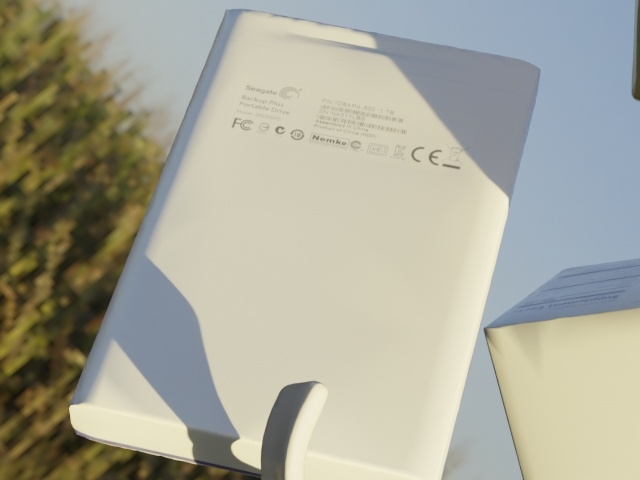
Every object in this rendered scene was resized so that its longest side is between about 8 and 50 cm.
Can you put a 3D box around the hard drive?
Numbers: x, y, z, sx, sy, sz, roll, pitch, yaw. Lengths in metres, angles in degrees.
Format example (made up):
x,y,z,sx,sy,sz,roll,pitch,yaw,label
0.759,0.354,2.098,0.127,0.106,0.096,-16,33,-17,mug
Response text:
x,y,z,sx,sy,sz,roll,pitch,yaw,label
0.000,0.000,1.188,0.210,0.318,0.040,11,-37,9,hard drive

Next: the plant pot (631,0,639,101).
x,y,z,sx,sy,sz,roll,pitch,yaw,label
0.356,-0.180,1.608,0.234,0.165,0.165,-87,178,-79,plant pot

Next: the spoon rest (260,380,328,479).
x,y,z,sx,sy,sz,roll,pitch,yaw,label
0.079,0.183,1.068,0.276,0.084,0.137,35,-17,-11,spoon rest

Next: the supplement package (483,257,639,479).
x,y,z,sx,sy,sz,roll,pitch,yaw,label
0.262,0.150,1.396,0.145,0.204,0.261,-28,105,-56,supplement package
